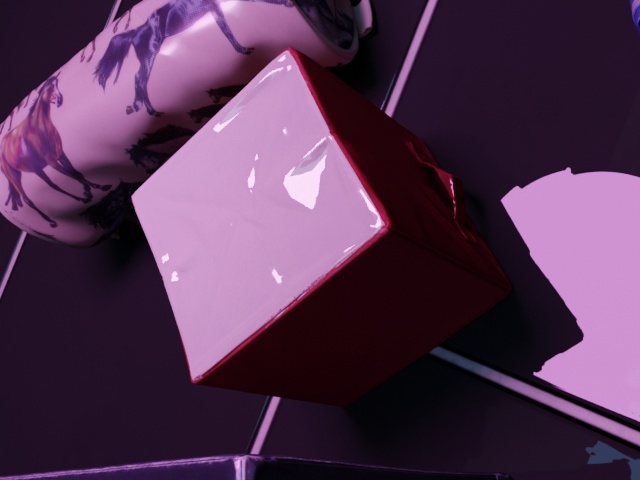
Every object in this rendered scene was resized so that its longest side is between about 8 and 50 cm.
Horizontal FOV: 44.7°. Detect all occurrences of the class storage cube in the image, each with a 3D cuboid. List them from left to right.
[{"bbox_3d":[0.000,0.000,0.620,0.215,0.193,0.184,-39,56,21],"label":"storage cube"}]

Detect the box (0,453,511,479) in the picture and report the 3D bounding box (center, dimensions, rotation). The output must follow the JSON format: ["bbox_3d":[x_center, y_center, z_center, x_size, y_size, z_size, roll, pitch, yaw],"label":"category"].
[{"bbox_3d":[-0.078,0.251,0.520,0.343,0.312,0.179,-15,67,33],"label":"box"}]

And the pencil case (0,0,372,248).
[{"bbox_3d":[-0.148,-0.151,0.793,0.410,0.183,0.160,-32,63,22],"label":"pencil case"}]

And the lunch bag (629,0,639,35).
[{"bbox_3d":[0.274,-0.176,0.554,0.098,0.067,0.065,-13,68,32],"label":"lunch bag"}]
